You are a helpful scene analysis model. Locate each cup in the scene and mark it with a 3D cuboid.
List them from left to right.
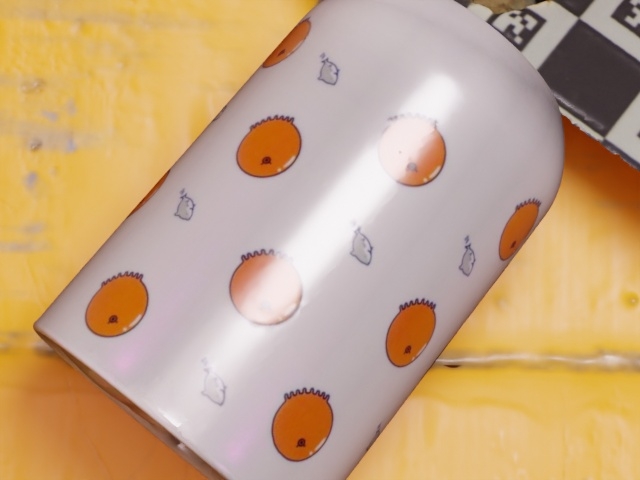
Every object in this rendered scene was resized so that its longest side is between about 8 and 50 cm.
[{"bbox_3d":[0.000,0.000,1.059,0.212,0.212,0.317,38,80,4],"label":"cup"}]

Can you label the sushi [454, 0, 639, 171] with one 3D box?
[{"bbox_3d":[0.207,-0.225,1.177,0.359,0.064,0.343,37,68,8],"label":"sushi"}]
